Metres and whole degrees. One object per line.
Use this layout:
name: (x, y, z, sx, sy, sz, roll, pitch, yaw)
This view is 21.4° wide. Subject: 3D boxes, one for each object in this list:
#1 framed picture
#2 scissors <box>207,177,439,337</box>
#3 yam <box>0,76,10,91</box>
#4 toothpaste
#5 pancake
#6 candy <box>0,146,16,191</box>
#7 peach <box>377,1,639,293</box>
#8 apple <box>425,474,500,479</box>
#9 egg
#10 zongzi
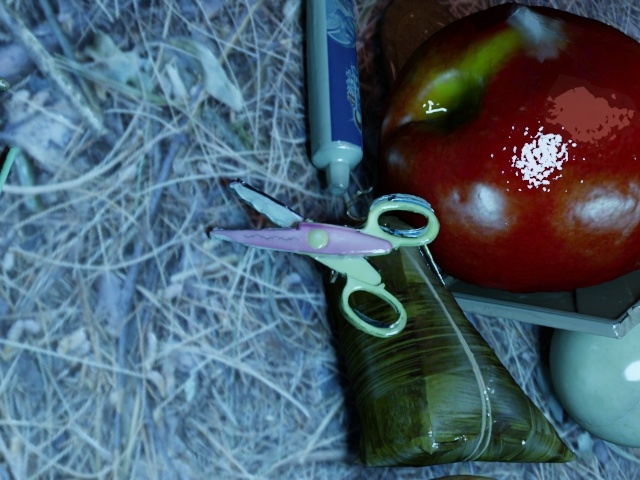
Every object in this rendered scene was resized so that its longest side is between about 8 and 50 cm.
framed picture: (0.261, 0.019, 1.665, 0.289, 0.211, 0.020, -30, 122, -50)
scissors: (0.000, 0.000, 1.447, 0.187, 0.020, 0.133, 18, 67, 3)
yam: (-0.284, -0.145, 1.304, 0.107, 0.014, 0.014, 35, 49, -31)
toothpaste: (0.012, -0.162, 1.607, 0.069, 0.047, 0.268, 14, 58, -28)
pancake: (0.126, -0.164, 1.743, 0.199, 0.021, 0.199, 23, 56, -39)
candy: (-0.253, 0.002, 1.249, 0.061, 0.061, 0.202, 40, 38, -26)
peach: (0.218, -0.079, 1.596, 0.338, 0.281, 0.281, 22, 56, -45)
apple: (0.120, 0.298, 1.375, 0.188, 0.211, 0.211, 31, 51, -31)
egg: (0.329, 0.113, 1.698, 0.253, 0.186, 0.186, -13, 81, -51)
zongzi: (0.117, 0.090, 1.541, 0.241, 0.111, 0.248, 9, 59, -43)
